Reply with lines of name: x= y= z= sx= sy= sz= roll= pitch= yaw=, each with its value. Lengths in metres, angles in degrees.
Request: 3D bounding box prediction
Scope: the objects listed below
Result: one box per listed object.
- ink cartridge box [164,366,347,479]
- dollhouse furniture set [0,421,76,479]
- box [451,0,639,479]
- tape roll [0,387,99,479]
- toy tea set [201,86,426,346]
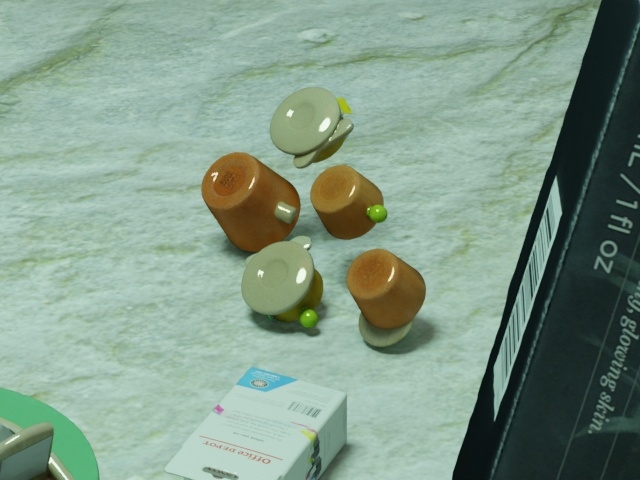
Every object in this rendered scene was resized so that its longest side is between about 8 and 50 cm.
ink cartridge box: x=-0.058 y=0.197 z=1.646 sx=0.104 sy=0.062 sz=0.181 roll=13 pitch=32 yaw=21
dollhouse furniture set: x=-0.221 y=0.292 z=1.272 sx=0.286 sy=0.198 sz=0.303 roll=-25 pitch=58 yaw=-34
box: x=0.376 y=0.094 z=1.293 sx=0.471 sy=0.480 sz=0.297 roll=16 pitch=16 yaw=1
tape roll: x=-0.350 y=0.242 z=1.549 sx=0.321 sy=0.077 sz=0.321 roll=1 pitch=29 yaw=0
toy tea set: x=0.000 y=0.000 z=1.947 sx=0.200 sy=0.124 sz=0.336 roll=-32 pitch=51 yaw=9
